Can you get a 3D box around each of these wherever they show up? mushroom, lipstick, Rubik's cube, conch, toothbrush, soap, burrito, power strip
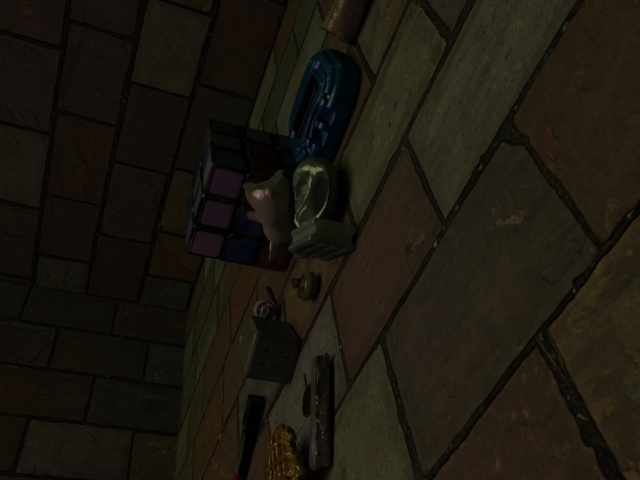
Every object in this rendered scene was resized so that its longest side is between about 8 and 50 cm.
[{"bbox_3d":[-0.049,0.124,1.711,0.085,0.079,0.085,-170,90,-70],"label":"mushroom"},{"bbox_3d":[-0.239,0.651,1.989,0.051,0.051,0.312,-151,74,-71],"label":"lipstick"},{"bbox_3d":[-0.244,-0.147,2.050,0.363,0.359,0.362,-100,30,-52],"label":"Rubik's cube"},{"bbox_3d":[-0.008,-0.127,1.688,0.185,0.121,0.221,124,148,-60],"label":"conch"},{"bbox_3d":[-0.163,0.206,2.120,0.219,0.016,0.019,-127,43,-66],"label":"toothbrush"},{"bbox_3d":[0.000,0.000,1.579,0.198,0.119,0.066,155,128,-68],"label":"soap"},{"bbox_3d":[0.089,-0.702,1.822,0.143,0.105,0.299,-81,14,-45],"label":"burrito"},{"bbox_3d":[-0.160,0.310,1.833,0.224,0.140,0.139,-138,62,-71],"label":"power strip"}]

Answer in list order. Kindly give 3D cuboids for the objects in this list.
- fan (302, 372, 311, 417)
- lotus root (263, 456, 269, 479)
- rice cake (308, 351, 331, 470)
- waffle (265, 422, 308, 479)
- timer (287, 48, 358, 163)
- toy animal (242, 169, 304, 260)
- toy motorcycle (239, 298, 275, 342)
[{"bbox_3d":[-0.036,0.395,1.609,0.133,0.005,0.085,-102,29,-51],"label":"fan"},{"bbox_3d":[-0.115,0.592,1.623,0.073,0.062,0.150,-105,34,-56],"label":"lotus root"},{"bbox_3d":[0.000,0.391,1.428,0.055,0.049,0.270,105,168,-60],"label":"rice cake"},{"bbox_3d":[-0.084,0.582,1.457,0.262,0.060,0.280,-129,47,-67],"label":"waffle"},{"bbox_3d":[-0.001,-0.398,1.876,0.309,0.115,0.340,-109,36,-54],"label":"timer"},{"bbox_3d":[-0.132,-0.063,1.809,0.138,0.140,0.282,-127,19,-47],"label":"toy animal"},{"bbox_3d":[-0.206,0.317,2.009,0.112,0.112,0.254,169,107,-71],"label":"toy motorcycle"}]
